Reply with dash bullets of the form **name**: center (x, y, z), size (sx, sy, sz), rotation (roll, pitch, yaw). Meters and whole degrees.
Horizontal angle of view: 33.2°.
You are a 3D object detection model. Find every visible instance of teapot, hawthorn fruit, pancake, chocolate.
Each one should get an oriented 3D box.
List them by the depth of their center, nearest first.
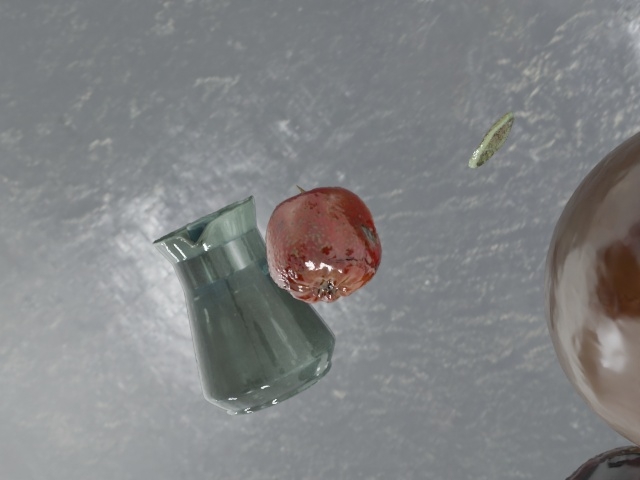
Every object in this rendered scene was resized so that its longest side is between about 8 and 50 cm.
- **chocolate**: center (0.172, 0.021, 0.439), size (0.177, 0.177, 0.177), rotation (17, 128, 23)
- **hawthorn fruit**: center (0.000, 0.000, 0.801), size (0.093, 0.093, 0.093), rotation (17, 128, 23)
- **teapot**: center (-0.089, 0.070, 1.274), size (0.171, 0.203, 0.225), rotation (-21, 97, 17)
- **pancake**: center (0.260, -0.150, 1.624), size (0.017, 0.108, 0.108), rotation (38, 134, 18)

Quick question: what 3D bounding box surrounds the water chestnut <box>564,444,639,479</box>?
- **water chestnut**: center (0.422, 0.433, 1.348), size (0.350, 0.350, 0.302), rotation (6, 129, 30)
